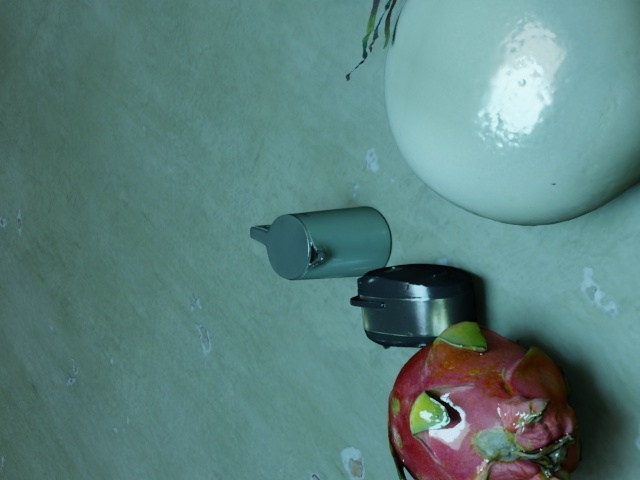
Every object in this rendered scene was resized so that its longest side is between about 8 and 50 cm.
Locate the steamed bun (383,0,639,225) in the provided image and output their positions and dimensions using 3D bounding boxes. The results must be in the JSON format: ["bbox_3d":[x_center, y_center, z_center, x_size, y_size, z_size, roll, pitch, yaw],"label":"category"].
[{"bbox_3d":[0.206,-0.172,0.890,0.324,0.206,0.324,6,98,49],"label":"steamed bun"}]

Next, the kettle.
[{"bbox_3d":[0.003,-0.003,1.171,0.126,0.148,0.098,56,131,30],"label":"kettle"}]

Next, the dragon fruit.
[{"bbox_3d":[0.179,0.203,0.941,0.227,0.224,0.224,-97,19,-70],"label":"dragon fruit"}]

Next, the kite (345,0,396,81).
[{"bbox_3d":[0.098,-0.331,0.985,0.169,0.015,0.309,-43,26,61],"label":"kite"}]

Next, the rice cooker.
[{"bbox_3d":[0.118,0.081,1.079,0.165,0.112,0.106,-11,91,48],"label":"rice cooker"}]
